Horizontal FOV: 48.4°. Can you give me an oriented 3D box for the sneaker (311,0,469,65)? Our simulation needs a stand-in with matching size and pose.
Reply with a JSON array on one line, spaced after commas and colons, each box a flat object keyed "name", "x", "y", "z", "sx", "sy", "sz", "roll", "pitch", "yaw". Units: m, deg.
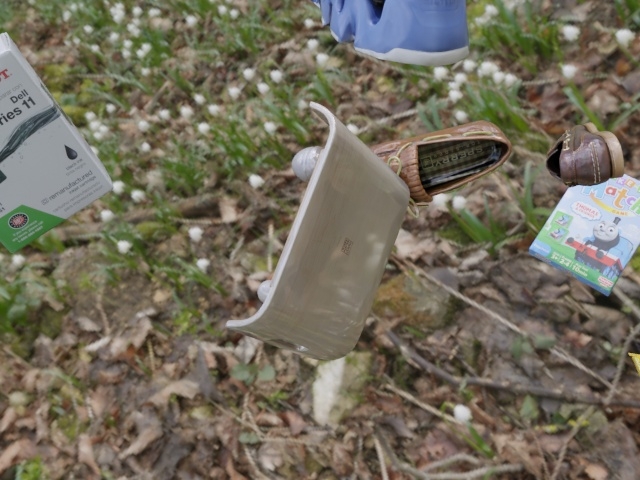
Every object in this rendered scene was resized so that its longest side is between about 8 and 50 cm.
[{"name": "sneaker", "x": 0.026, "y": -0.278, "z": 0.558, "sx": 0.315, "sy": 0.127, "sz": 0.182, "roll": 46, "pitch": 134, "yaw": 41}]

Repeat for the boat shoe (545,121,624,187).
[{"name": "boat shoe", "x": 0.314, "y": -0.104, "z": 0.877, "sx": 0.073, "sy": 0.073, "sz": 0.207, "roll": -14, "pitch": 4, "yaw": 14}]

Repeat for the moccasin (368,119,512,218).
[{"name": "moccasin", "x": 0.181, "y": -0.124, "z": 1.375, "sx": 0.380, "sy": 0.139, "sz": 0.147, "roll": -13, "pitch": 15, "yaw": 3}]

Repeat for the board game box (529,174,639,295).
[{"name": "board game box", "x": 0.509, "y": -0.028, "z": 1.307, "sx": 0.211, "sy": 0.160, "sz": 0.039, "roll": -55, "pitch": -24, "yaw": -8}]

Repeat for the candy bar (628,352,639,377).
[{"name": "candy bar", "x": 0.619, "y": 0.269, "z": 1.335, "sx": 0.161, "sy": 0.040, "sz": 0.018, "roll": -83, "pitch": 0, "yaw": -52}]

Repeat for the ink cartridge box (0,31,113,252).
[{"name": "ink cartridge box", "x": -0.371, "y": -0.113, "z": 0.842, "sx": 0.153, "sy": 0.208, "sz": 0.087, "roll": -35, "pitch": 38, "yaw": -7}]

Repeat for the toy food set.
[{"name": "toy food set", "x": 0.000, "y": 0.000, "z": 0.954, "sx": 0.092, "sy": 0.220, "sz": 0.306, "roll": 14, "pitch": 79, "yaw": 36}]
